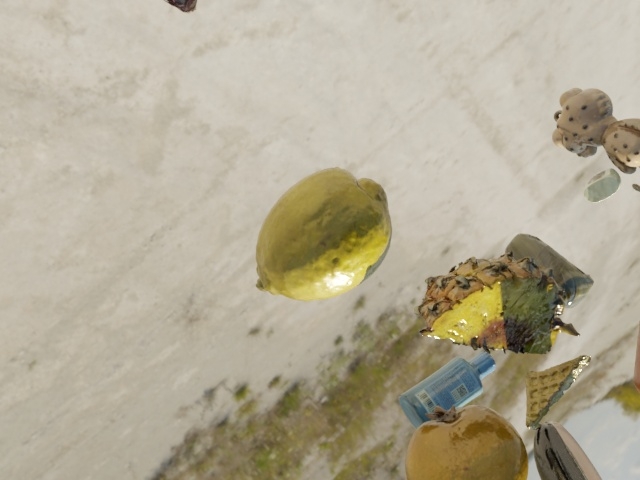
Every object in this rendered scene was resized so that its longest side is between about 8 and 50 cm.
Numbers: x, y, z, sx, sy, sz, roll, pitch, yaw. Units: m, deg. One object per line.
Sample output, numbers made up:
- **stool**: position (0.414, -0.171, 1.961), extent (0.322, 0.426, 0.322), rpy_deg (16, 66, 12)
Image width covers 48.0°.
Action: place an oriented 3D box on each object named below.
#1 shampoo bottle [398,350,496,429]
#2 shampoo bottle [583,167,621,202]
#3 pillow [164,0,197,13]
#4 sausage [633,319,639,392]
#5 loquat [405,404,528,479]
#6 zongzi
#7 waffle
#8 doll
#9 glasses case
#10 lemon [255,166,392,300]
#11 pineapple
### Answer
- **shampoo bottle**: position (0.304, 0.340, 1.664), extent (0.258, 0.103, 0.061), rpy_deg (-27, 165, -29)
- **shampoo bottle**: position (0.593, -0.121, 1.505), extent (0.077, 0.045, 0.152), rpy_deg (-33, -179, 29)
- **pillow**: position (-0.136, -0.289, 0.680), extent (0.043, 0.118, 0.185), rpy_deg (116, -2, -57)
- **sausage**: position (0.808, 0.257, 1.651), extent (0.141, 0.153, 0.268), rpy_deg (115, -18, -88)
- **loquat**: position (0.250, 0.382, 1.234), extent (0.208, 0.208, 0.208), rpy_deg (-39, 155, -21)
- **zongzi**: position (0.493, 0.080, 1.687), extent (0.242, 0.221, 0.112), rpy_deg (-11, 133, -44)
- **waffle**: position (0.382, 0.245, 1.155), extent (0.153, 0.023, 0.097), rpy_deg (136, -34, -57)
- **doll**: position (0.617, -0.216, 1.522), extent (0.119, 0.278, 0.154), rpy_deg (-26, 145, -34)
- **glasses case**: position (0.440, 0.442, 1.207), extent (0.075, 0.314, 0.122), rpy_deg (-11, 124, -5)
- **lemon**: position (0.006, -0.004, 1.584), extent (0.316, 0.285, 0.285), rpy_deg (-59, 160, -16)
- **pineapple**: position (0.280, 0.077, 1.146), extent (0.335, 0.158, 0.161), rpy_deg (13, 110, -29)
